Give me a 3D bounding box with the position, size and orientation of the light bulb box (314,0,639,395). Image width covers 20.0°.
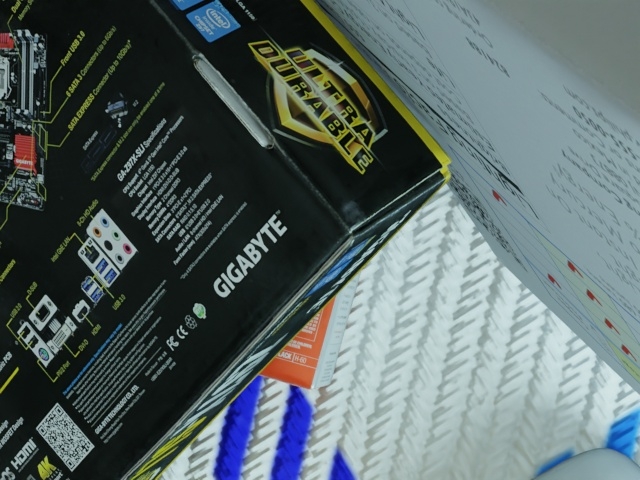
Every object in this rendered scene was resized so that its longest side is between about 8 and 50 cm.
[{"bbox_3d":[0.164,-0.077,0.661,0.225,0.361,0.358,-42,44,-1],"label":"light bulb box"}]

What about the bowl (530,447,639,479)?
[{"bbox_3d":[0.128,0.187,0.883,0.142,0.053,0.142,-37,82,4],"label":"bowl"}]

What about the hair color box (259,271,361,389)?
[{"bbox_3d":[0.000,0.000,0.897,0.043,0.072,0.141,16,89,8],"label":"hair color box"}]

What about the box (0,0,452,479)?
[{"bbox_3d":[-0.123,-0.028,0.818,0.257,0.079,0.322,50,135,8],"label":"box"}]
